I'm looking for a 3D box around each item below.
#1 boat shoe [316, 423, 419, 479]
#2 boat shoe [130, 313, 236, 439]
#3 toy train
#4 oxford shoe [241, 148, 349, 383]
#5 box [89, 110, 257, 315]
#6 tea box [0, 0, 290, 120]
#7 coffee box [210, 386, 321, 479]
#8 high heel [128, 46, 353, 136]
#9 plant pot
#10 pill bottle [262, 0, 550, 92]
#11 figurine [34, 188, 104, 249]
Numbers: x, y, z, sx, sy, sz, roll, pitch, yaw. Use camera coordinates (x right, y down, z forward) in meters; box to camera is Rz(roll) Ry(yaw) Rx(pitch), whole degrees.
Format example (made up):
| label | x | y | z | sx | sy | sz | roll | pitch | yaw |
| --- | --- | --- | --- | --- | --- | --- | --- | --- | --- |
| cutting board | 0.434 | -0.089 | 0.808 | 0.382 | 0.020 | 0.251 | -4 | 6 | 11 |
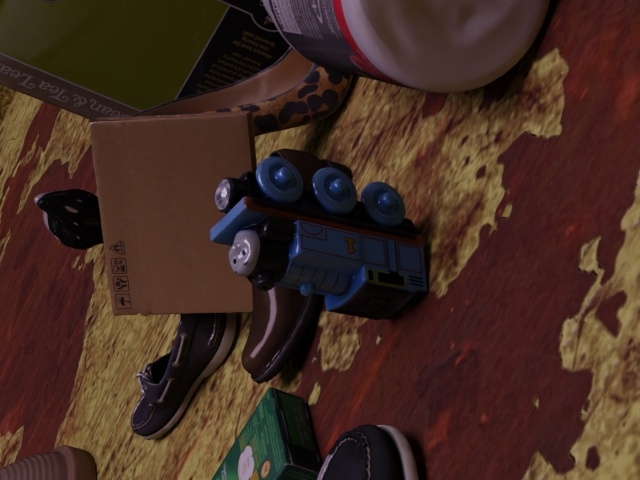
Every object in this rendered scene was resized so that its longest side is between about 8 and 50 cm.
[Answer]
| label | x | y | z | sx | sy | sz | roll | pitch | yaw |
| --- | --- | --- | --- | --- | --- | --- | --- | --- | --- |
| boat shoe | -0.017 | 0.283 | 1.084 | 0.127 | 0.113 | 0.340 | -20 | 52 | 62 |
| boat shoe | -0.163 | 0.137 | 1.616 | 0.206 | 0.065 | 0.075 | -51 | 28 | 37 |
| toy train | 0.000 | 0.000 | 1.222 | 0.080 | 0.184 | 0.105 | -42 | 45 | 47 |
| oxford shoe | -0.048 | 0.021 | 1.422 | 0.083 | 0.096 | 0.227 | -22 | 52 | 58 |
| box | -0.138 | -0.025 | 1.498 | 0.021 | 0.164 | 0.201 | -52 | -41 | -72 |
| tea box | -0.186 | -0.305 | 1.722 | 0.324 | 0.329 | 0.220 | -55 | 26 | 28 |
| coffee box | -0.065 | 0.233 | 1.336 | 0.184 | 0.040 | 0.113 | -58 | 24 | 22 |
| high heel | -0.070 | -0.173 | 1.523 | 0.261 | 0.186 | 0.093 | -66 | 22 | 7 |
| plant pot | -0.370 | 0.354 | 1.839 | 0.237 | 0.109 | 0.237 | -51 | 27 | 39 |
| pill bottle | 0.052 | -0.226 | 1.305 | 0.176 | 0.176 | 0.318 | -67 | 22 | 3 |
| figurine | -0.210 | -0.010 | 1.636 | 0.215 | 0.209 | 0.092 | -173 | 102 | -76 |
